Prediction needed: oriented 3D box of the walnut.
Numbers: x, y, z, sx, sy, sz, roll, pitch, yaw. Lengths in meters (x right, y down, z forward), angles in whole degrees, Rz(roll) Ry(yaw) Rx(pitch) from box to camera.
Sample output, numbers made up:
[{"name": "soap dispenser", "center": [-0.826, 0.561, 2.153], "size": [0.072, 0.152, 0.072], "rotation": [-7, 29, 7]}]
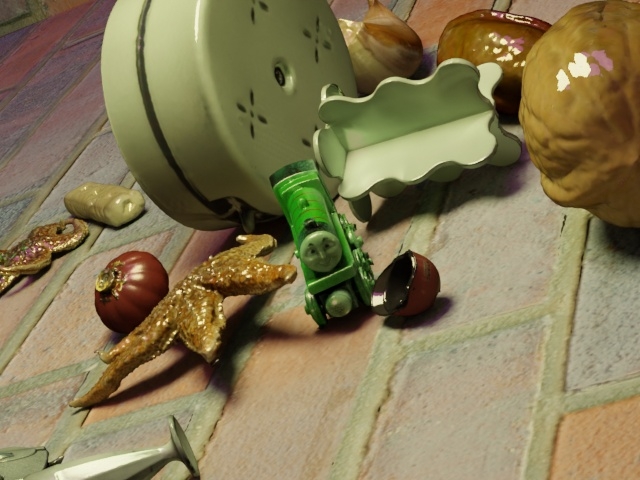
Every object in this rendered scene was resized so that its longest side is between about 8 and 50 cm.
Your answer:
[{"name": "walnut", "center": [0.295, -0.122, 1.604], "size": [0.225, 0.225, 0.261], "rotation": [-21, 20, 14]}]

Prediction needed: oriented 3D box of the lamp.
[{"name": "lamp", "center": [-0.219, 0.060, 1.958], "size": [0.101, 0.090, 0.101], "rotation": [-24, 53, 36]}]

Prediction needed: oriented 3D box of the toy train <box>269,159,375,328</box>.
[{"name": "toy train", "center": [0.000, 0.000, 1.805], "size": [0.085, 0.119, 0.251], "rotation": [-24, 20, 2]}]

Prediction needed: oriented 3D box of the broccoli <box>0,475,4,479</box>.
[{"name": "broccoli", "center": [-0.363, 0.271, 1.482], "size": [0.194, 0.194, 0.219], "rotation": [-6, 35, 43]}]

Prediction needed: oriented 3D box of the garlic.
[{"name": "garlic", "center": [0.076, -0.262, 2.360], "size": [0.115, 0.128, 0.206], "rotation": [-64, 0, 23]}]

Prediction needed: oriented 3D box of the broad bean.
[{"name": "broad bean", "center": [0.229, -0.212, 2.040], "size": [0.228, 0.156, 0.122], "rotation": [24, 95, 56]}]

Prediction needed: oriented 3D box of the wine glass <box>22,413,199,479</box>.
[{"name": "wine glass", "center": [-0.195, 0.225, 1.570], "size": [0.155, 0.073, 0.073], "rotation": [-22, 21, 0]}]

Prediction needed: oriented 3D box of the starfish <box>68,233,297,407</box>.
[{"name": "starfish", "center": [-0.136, 0.073, 1.798], "size": [0.299, 0.060, 0.302], "rotation": [-41, 14, -22]}]

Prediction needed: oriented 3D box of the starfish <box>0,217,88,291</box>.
[{"name": "starfish", "center": [-0.401, 0.019, 2.354], "size": [0.150, 0.053, 0.209], "rotation": [-7, 21, 15]}]

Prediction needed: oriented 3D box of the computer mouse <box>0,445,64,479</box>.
[{"name": "computer mouse", "center": [-0.368, 0.259, 1.689], "size": [0.229, 0.068, 0.113], "rotation": [-32, 23, -14]}]

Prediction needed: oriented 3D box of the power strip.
[{"name": "power strip", "center": [-0.106, -0.176, 2.059], "size": [0.161, 0.357, 0.357], "rotation": [-13, 24, 33]}]

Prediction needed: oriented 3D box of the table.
[{"name": "table", "center": [0.114, -0.124, 1.904], "size": [0.198, 0.166, 0.166], "rotation": [-16, 23, 25]}]

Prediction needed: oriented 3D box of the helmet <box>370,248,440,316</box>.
[{"name": "helmet", "center": [0.092, 0.048, 1.678], "size": [0.084, 0.049, 0.065], "rotation": [-39, 40, 52]}]

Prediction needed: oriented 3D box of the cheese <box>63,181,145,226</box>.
[{"name": "cheese", "center": [-0.309, -0.054, 2.405], "size": [0.065, 0.043, 0.194], "rotation": [-30, 19, -24]}]
